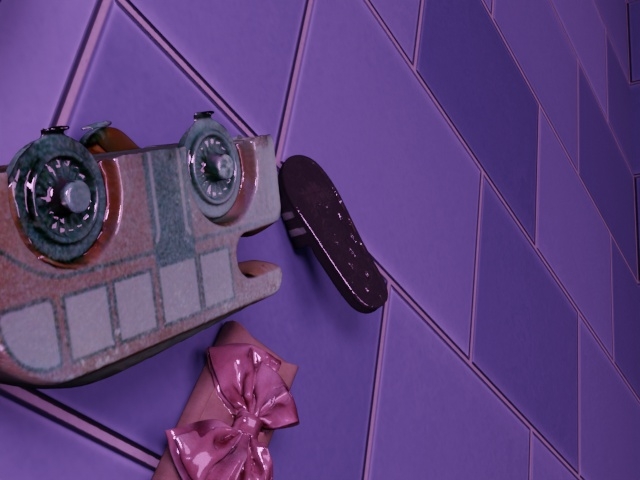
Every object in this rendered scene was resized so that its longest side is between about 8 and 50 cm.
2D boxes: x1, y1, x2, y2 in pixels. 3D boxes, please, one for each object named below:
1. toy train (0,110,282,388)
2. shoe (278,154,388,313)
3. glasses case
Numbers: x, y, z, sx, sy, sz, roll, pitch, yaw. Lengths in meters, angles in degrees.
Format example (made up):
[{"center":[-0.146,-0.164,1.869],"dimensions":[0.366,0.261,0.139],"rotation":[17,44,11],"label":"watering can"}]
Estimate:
[{"center":[-0.149,0.001,0.578],"dimensions":[0.326,0.129,0.160],"rotation":[-20,104,-60],"label":"toy train"},{"center":[0.000,0.000,0.901],"dimensions":[0.071,0.049,0.179],"rotation":[-17,74,-49],"label":"shoe"},{"center":[-0.070,0.145,0.718],"dimensions":[0.102,0.070,0.194],"rotation":[57,37,-31],"label":"glasses case"}]
